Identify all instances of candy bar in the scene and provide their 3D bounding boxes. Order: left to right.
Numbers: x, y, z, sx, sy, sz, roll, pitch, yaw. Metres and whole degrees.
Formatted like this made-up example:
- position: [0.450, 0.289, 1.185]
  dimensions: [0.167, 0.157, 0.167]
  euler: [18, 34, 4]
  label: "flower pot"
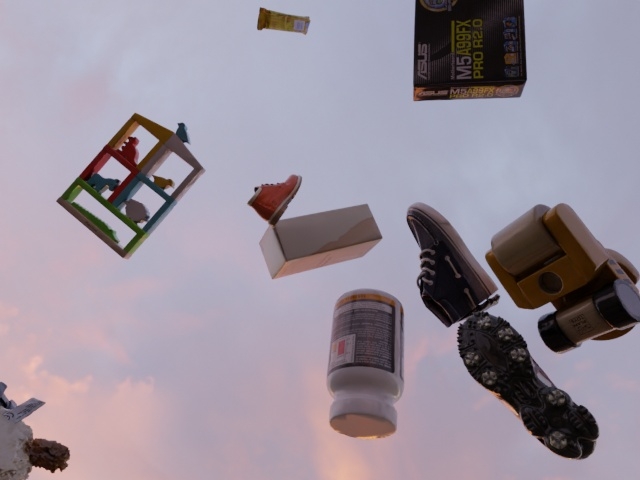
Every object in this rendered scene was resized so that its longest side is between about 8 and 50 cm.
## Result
- position: [-0.069, -0.435, 0.979]
  dimensions: [0.018, 0.161, 0.040]
  euler: [26, -61, 26]
  label: "candy bar"

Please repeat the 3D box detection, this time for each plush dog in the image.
- position: [-0.493, 0.349, 0.663]
  dimensions: [0.211, 0.262, 0.225]
  euler: [27, -78, -37]
  label: "plush dog"

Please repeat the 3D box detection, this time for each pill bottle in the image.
- position: [0.095, 0.252, 1.025]
  dimensions: [0.162, 0.278, 0.162]
  euler: [5, -41, 5]
  label: "pill bottle"

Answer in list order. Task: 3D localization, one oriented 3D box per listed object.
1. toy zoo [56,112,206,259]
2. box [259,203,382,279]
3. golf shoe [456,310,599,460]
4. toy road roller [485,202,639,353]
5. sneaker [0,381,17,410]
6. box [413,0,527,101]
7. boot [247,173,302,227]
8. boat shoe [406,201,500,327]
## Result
- position: [-0.379, -0.132, 1.024]
  dimensions: [0.192, 0.030, 0.293]
  euler: [38, -96, 5]
  label: "toy zoo"
- position: [0.000, 0.000, 1.387]
  dimensions: [0.121, 0.311, 0.148]
  euler: [68, -29, 17]
  label: "box"
- position: [0.323, 0.237, 0.800]
  dimensions: [0.105, 0.273, 0.120]
  euler: [-36, -43, 4]
  label: "golf shoe"
- position: [0.566, 0.071, 1.105]
  dimensions: [0.329, 0.241, 0.202]
  euler: [57, -43, 13]
  label: "toy road roller"
- position: [-0.791, 0.402, 1.161]
  dimensions: [0.128, 0.126, 0.321]
  euler: [17, -61, 6]
  label: "sneaker"
- position: [0.301, -0.421, 1.006]
  dimensions: [0.216, 0.270, 0.060]
  euler: [2, -16, 11]
  label: "box"
- position: [-0.097, -0.107, 1.070]
  dimensions: [0.085, 0.158, 0.059]
  euler: [34, -42, -4]
  label: "boot"
- position: [0.299, 0.063, 1.274]
  dimensions: [0.340, 0.158, 0.127]
  euler: [53, -18, 17]
  label: "boat shoe"
